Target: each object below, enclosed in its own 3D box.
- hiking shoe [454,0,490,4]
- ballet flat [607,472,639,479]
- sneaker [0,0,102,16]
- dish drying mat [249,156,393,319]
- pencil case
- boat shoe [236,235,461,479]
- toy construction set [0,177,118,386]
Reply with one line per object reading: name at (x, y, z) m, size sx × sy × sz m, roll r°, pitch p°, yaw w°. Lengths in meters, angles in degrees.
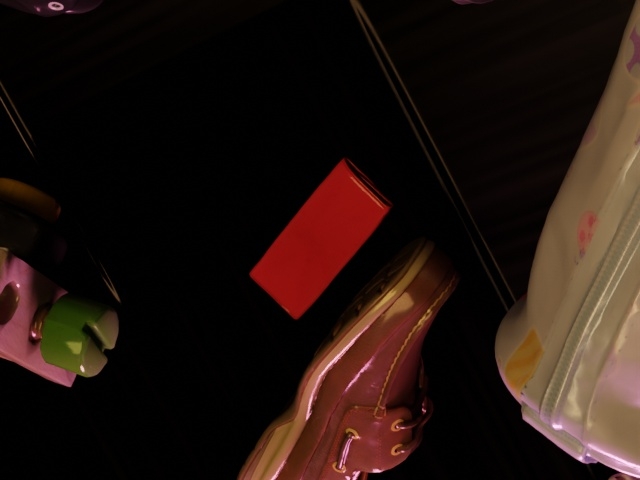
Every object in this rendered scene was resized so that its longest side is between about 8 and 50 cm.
hiking shoe at (0.036, -0.199, 0.634) m, size 0.114 × 0.086 × 0.227 m, roll 14°, pitch 116°, yaw 40°
ballet flat at (0.149, 0.113, 0.745) m, size 0.168 × 0.057 × 0.052 m, roll -26°, pitch 72°, yaw 33°
sneaker at (-0.100, -0.146, 0.748) m, size 0.234 × 0.084 × 0.097 m, roll 0°, pitch 138°, yaw 31°
dish drying mat at (0.000, 0.000, 0.792) m, size 0.032 × 0.008 × 0.083 m, roll 43°, pitch 129°, yaw 5°
pencil case at (0.148, -0.045, 0.609) m, size 0.113 × 0.124 × 0.273 m, roll 27°, pitch 126°, yaw 16°
boat shoe at (0.023, 0.067, 0.783) m, size 0.060 × 0.064 × 0.178 m, roll 35°, pitch 133°, yaw 4°
toy construction set at (-0.220, 0.091, 0.859) m, size 0.237 × 0.257 × 0.309 m, roll 11°, pitch 141°, yaw 11°
